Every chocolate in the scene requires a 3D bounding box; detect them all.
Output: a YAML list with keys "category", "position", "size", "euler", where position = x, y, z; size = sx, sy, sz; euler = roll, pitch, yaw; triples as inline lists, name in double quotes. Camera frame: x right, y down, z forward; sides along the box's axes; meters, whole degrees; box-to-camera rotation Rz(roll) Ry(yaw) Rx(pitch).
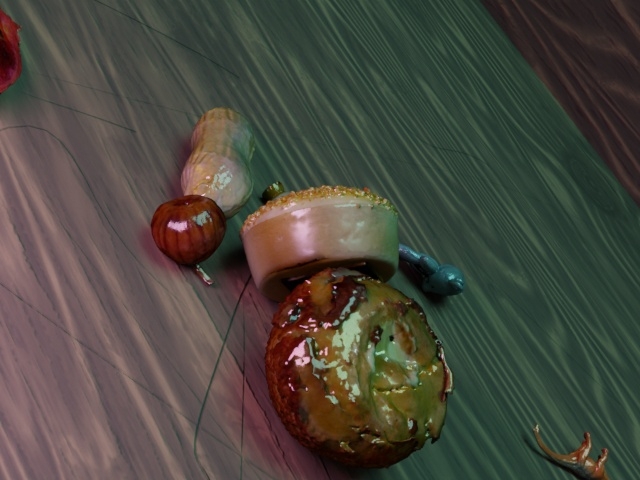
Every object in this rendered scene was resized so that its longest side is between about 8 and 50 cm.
- category: "chocolate"
  position: [-0.186, -0.140, 2.021]
  size: [0.134, 0.134, 0.309]
  euler: [33, 31, -19]

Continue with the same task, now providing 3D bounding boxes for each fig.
- category: "fig"
  position: [-0.213, -0.014, 1.849]
  size: [0.150, 0.128, 0.128]
  euler: [44, 24, -42]

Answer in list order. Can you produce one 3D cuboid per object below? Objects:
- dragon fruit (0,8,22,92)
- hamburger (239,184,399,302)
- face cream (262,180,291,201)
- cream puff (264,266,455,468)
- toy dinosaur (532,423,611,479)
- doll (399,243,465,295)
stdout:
- category: "dragon fruit"
  position: [-0.584, -0.328, 1.795]
  size: [0.262, 0.134, 0.211]
  euler: [67, 22, 7]
- category: "hamburger"
  position: [0.000, 0.000, 1.924]
  size: [0.302, 0.302, 0.170]
  euler: [12, 61, -43]
- category: "face cream"
  position: [-0.046, -0.034, 2.134]
  size: [0.072, 0.051, 0.182]
  euler: [-16, 64, -52]
- category: "cream puff"
  position: [0.042, 0.209, 1.768]
  size: [0.350, 0.229, 0.350]
  euler: [17, 64, -39]
- category: "toy dinosaur"
  position: [0.538, 0.447, 2.241]
  size: [0.279, 0.055, 0.101]
  euler: [40, 53, -13]
- category: "doll"
  position: [0.225, 0.070, 2.323]
  size: [0.180, 0.075, 0.120]
  euler: [23, 0, 3]
